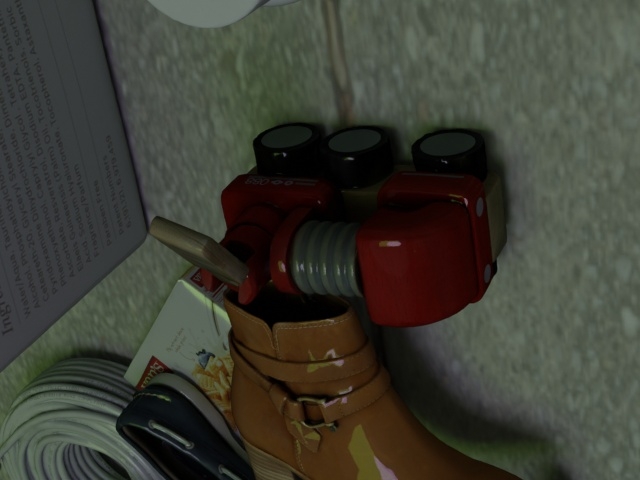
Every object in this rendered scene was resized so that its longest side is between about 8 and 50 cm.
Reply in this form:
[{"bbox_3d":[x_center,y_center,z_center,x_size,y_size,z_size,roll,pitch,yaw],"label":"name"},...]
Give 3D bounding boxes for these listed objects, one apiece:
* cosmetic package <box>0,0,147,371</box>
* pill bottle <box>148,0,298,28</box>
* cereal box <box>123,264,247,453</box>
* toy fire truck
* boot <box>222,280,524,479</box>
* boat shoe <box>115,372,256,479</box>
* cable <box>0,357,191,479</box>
[{"bbox_3d":[-0.404,-0.061,0.955,0.329,0.393,0.327,7,122,25],"label":"cosmetic package"},{"bbox_3d":[-0.026,-0.223,0.744,0.131,0.229,0.131,14,126,21],"label":"pill bottle"},{"bbox_3d":[-0.062,0.147,1.123,0.240,0.047,0.173,36,131,3],"label":"cereal box"},{"bbox_3d":[0.000,0.000,0.863,0.217,0.246,0.158,6,122,27],"label":"toy fire truck"},{"bbox_3d":[0.047,0.141,0.973,0.283,0.109,0.220,12,125,33],"label":"boot"},{"bbox_3d":[-0.092,0.241,1.121,0.095,0.079,0.254,-28,105,44],"label":"boat shoe"},{"bbox_3d":[-0.223,0.245,1.252,0.257,0.089,0.257,36,131,3],"label":"cable"}]
